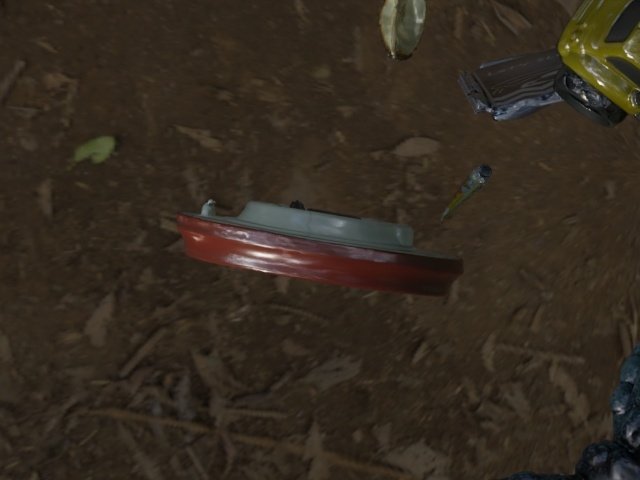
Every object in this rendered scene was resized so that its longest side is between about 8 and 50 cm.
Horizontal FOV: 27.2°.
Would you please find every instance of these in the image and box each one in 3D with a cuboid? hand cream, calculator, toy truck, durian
[{"bbox_3d":[0.167,-0.056,1.528,0.022,0.035,0.102,35,143,-4],"label":"hand cream"},{"bbox_3d":[0.227,-0.167,1.347,0.165,0.274,0.028,-12,104,6],"label":"calculator"},{"bbox_3d":[0.314,-0.130,1.098,0.224,0.165,0.147,37,91,-9],"label":"toy truck"},{"bbox_3d":[0.095,-0.242,1.445,0.052,0.066,0.130,18,62,-9],"label":"durian"}]

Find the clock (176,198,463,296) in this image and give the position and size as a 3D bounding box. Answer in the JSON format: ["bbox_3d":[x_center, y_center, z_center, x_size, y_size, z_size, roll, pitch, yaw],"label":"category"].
[{"bbox_3d":[0.000,0.000,1.442,0.318,0.318,0.080,9,91,14],"label":"clock"}]

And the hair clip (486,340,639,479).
[{"bbox_3d":[0.265,0.219,1.120,0.310,0.206,0.194,-41,121,-4],"label":"hair clip"}]
